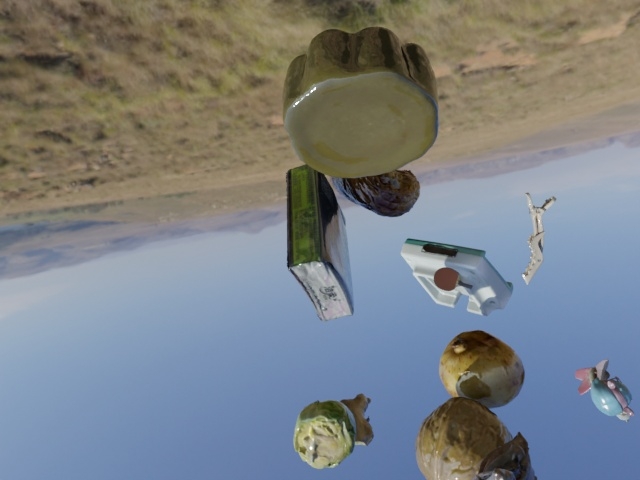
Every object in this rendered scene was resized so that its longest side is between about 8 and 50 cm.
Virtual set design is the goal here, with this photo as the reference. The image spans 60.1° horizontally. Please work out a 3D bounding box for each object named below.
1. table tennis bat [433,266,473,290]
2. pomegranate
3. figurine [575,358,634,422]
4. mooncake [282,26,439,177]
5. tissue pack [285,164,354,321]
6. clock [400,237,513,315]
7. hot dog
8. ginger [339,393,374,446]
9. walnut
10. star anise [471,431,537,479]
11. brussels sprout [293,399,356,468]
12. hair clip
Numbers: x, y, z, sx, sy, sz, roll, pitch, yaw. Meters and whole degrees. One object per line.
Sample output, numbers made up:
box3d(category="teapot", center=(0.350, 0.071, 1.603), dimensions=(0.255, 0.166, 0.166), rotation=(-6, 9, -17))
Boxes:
box3d(category="table tennis bat", center=(0.282, 0.087, 1.176), dimensions=(0.083, 0.050, 0.007), rotation=(19, -178, 19))
box3d(category="pomegranate", center=(0.418, 0.330, 1.454), dimensions=(0.215, 0.215, 0.215), rotation=(-12, -176, 1))
box3d(category="figurine", center=(0.839, 0.460, 1.637), dimensions=(0.102, 0.205, 0.260), rotation=(-25, 178, 6))
box3d(category="mooncake", center=(0.094, -0.329, 1.318), dimensions=(0.378, 0.201, 0.378), rotation=(0, 149, 0))
box3d(category="tissue pack", center=(0.000, 0.000, 1.638), dimensions=(0.124, 0.288, 0.394), rotation=(-16, -133, 13))
box3d(category="clock", center=(0.381, 0.106, 1.585), dimensions=(0.262, 0.116, 0.231), rotation=(10, 157, 45))
box3d(category="hot dog", center=(0.163, -0.189, 1.767), dimensions=(0.267, 0.174, 0.387), rotation=(26, -175, -18))
box3d(category="ginger", center=(0.105, 0.575, 1.800), dimensions=(0.137, 0.074, 0.213), rotation=(15, -144, -9))
box3d(category="walnut", center=(0.329, 0.483, 1.275), dimensions=(0.228, 0.228, 0.228), rotation=(-12, -176, 1))
box3d(category="star anise", center=(0.280, 0.418, 0.865), dimensions=(0.110, 0.198, 0.257), rotation=(24, -179, 19))
box3d(category="brussels sprout", center=(0.011, 0.440, 1.288), dimensions=(0.151, 0.149, 0.122), rotation=(-42, -174, 10))
box3d(category="hair clip", center=(0.524, -0.003, 1.329), dimensions=(0.072, 0.226, 0.034), rotation=(0, -170, 7))
